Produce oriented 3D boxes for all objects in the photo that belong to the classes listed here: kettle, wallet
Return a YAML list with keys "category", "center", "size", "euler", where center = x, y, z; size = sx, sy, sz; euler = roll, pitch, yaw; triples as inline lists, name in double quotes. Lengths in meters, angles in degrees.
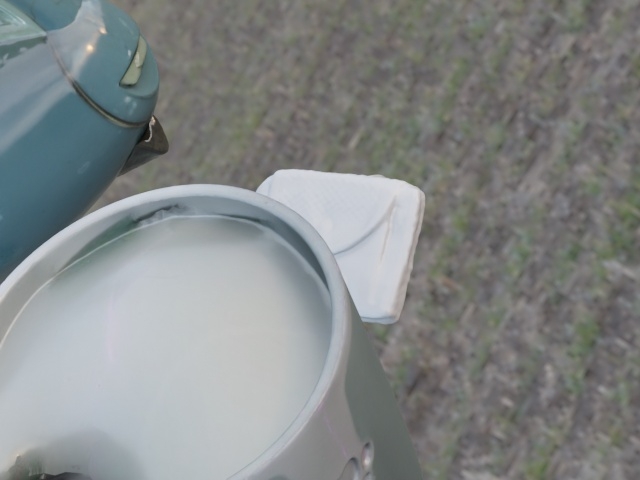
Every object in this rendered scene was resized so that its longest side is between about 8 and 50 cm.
- category: "kettle"
  center: [-0.327, -0.130, 1.548]
  size: [0.342, 0.319, 0.247]
  euler: [-32, 34, 27]
- category: "wallet"
  center: [0.004, 0.003, 1.377]
  size: [0.183, 0.032, 0.124]
  euler: [7, 82, 39]

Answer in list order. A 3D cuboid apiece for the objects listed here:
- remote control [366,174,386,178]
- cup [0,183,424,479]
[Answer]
- category: "remote control"
  center: [0.000, 0.000, 2.153]
  size: [0.313, 0.055, 0.109]
  euler: [-26, -39, -52]
- category: "cup"
  center: [-0.110, 0.173, 1.077]
  size: [0.356, 0.274, 0.259]
  euler: [-29, 45, -3]
